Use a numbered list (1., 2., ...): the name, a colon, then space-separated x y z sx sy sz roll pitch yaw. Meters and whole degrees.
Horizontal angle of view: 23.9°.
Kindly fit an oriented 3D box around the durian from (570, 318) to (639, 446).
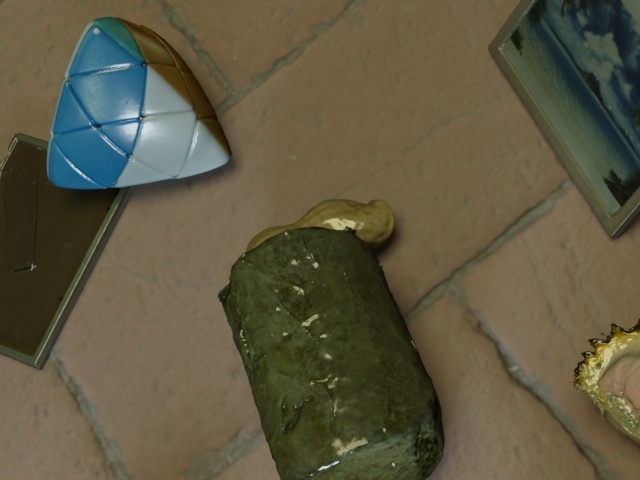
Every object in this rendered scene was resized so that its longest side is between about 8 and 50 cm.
1. durian: 0.369 0.187 1.600 0.140 0.078 0.224 -31 69 -11

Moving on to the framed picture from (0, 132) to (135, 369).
1. framed picture: -0.386 0.007 1.981 0.211 0.020 0.289 17 73 25

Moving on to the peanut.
1. peanut: 0.000 0.000 1.816 0.187 0.082 0.082 -25 60 6

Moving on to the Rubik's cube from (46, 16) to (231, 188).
1. Rubik's cube: -0.236 -0.135 1.934 0.254 0.254 0.254 -8 64 16

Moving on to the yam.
1. yam: 0.017 0.150 1.675 0.195 0.195 0.300 -25 59 7

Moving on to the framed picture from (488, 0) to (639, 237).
1. framed picture: 0.326 -0.195 1.739 0.232 0.024 0.315 -56 48 39
